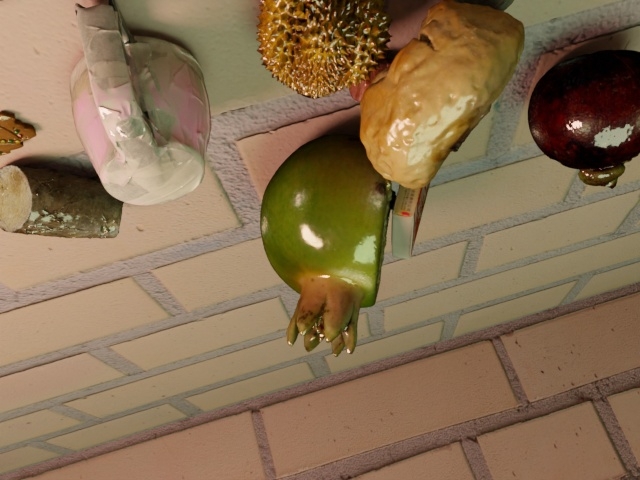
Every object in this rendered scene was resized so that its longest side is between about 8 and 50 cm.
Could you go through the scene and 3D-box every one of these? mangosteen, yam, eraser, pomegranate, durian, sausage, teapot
[{"bbox_3d":[0.439,-0.194,0.972,0.216,0.216,0.216,-14,154,-7],"label":"mangosteen"},{"bbox_3d":[-0.371,-0.051,0.892,0.183,0.107,0.107,6,146,-44],"label":"yam"},{"bbox_3d":[0.157,-0.103,0.984,0.038,0.230,0.157,12,157,13],"label":"eraser"},{"bbox_3d":[0.000,0.000,0.976,0.216,0.358,0.309,14,154,7],"label":"pomegranate"},{"bbox_3d":[0.004,-0.242,0.712,0.158,0.136,0.168,9,140,-7],"label":"durian"},{"bbox_3d":[0.127,-0.232,0.884,0.170,0.065,0.065,-4,151,-24],"label":"sausage"},{"bbox_3d":[-0.198,-0.147,0.713,0.163,0.178,0.221,-4,150,-27],"label":"teapot"}]

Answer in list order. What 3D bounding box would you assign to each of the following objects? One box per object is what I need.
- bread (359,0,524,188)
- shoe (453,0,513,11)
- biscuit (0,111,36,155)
[{"bbox_3d":[0.134,-0.183,0.753,0.244,0.134,0.244,-52,-177,4],"label":"bread"},{"bbox_3d":[0.220,-0.332,0.700,0.103,0.100,0.251,-12,151,-13],"label":"shoe"},{"bbox_3d":[-0.420,-0.134,0.789,0.082,0.016,0.092,12,140,-46],"label":"biscuit"}]
